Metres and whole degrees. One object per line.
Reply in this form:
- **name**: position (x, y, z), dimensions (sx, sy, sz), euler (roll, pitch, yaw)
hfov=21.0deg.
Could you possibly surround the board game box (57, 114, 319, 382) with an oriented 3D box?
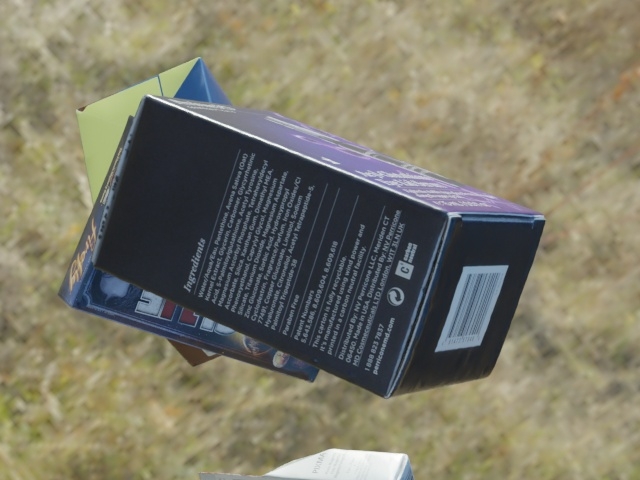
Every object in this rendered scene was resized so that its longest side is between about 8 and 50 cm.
- **board game box**: position (-0.081, 0.012, 1.471), dimensions (0.243, 0.165, 0.042), euler (19, 6, -30)

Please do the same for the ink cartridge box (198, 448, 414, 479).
- **ink cartridge box**: position (0.001, 0.312, 1.912), dimensions (0.066, 0.232, 0.189), euler (-57, 142, -44)

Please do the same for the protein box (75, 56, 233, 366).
- **protein box**: position (-0.119, -0.024, 1.658), dimensions (0.201, 0.136, 0.199), euler (56, 15, -53)

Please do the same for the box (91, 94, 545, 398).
- **box**: position (0.000, 0.000, 0.997), dimensions (0.207, 0.108, 0.153), euler (23, 10, 24)
